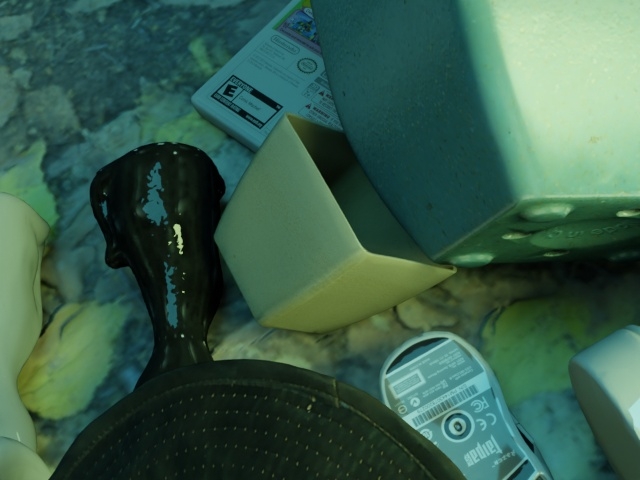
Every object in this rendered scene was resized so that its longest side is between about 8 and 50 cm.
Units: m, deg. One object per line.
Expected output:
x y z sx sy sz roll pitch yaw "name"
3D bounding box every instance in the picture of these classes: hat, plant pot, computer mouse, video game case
-0.029 0.229 0.567 0.331 0.134 0.331 -14 63 28 "hat"
0.000 0.000 0.787 0.096 0.109 0.109 -42 62 24 "plant pot"
0.099 0.138 0.721 0.106 0.042 0.193 -29 61 2 "computer mouse"
0.044 -0.114 0.901 0.212 0.023 0.193 35 74 31 "video game case"
0.140 -0.120 0.724 0.247 0.248 0.252 -2 77 -16 "plant pot"

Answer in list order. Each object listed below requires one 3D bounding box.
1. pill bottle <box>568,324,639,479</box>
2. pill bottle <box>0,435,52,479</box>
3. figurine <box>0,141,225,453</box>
0.275 0.045 0.662 0.272 0.152 0.152 -28 56 -2 "pill bottle"
-0.292 0.207 0.714 0.278 0.162 0.162 -10 57 10 "pill bottle"
-0.159 0.060 0.817 0.215 0.092 0.209 -13 61 8 "figurine"
